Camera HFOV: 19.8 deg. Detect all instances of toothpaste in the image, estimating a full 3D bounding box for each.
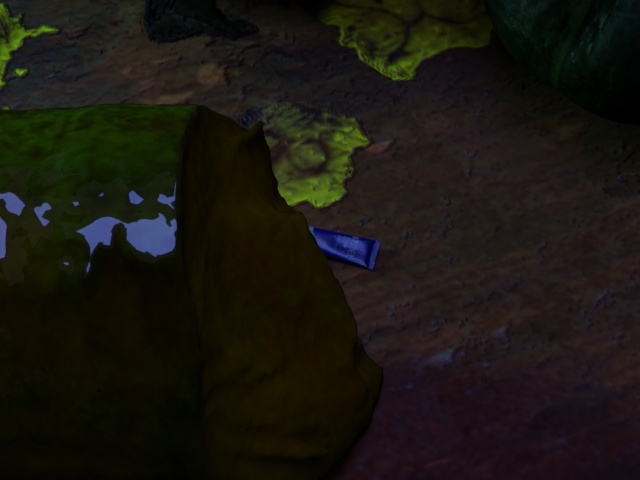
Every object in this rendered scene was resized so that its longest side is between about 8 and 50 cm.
[{"bbox_3d":[0.000,0.000,1.294,0.083,0.015,0.024,15,59,5],"label":"toothpaste"}]

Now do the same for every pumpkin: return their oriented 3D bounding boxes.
[{"bbox_3d":[0.255,-0.229,1.340,0.300,0.207,0.300,0,61,0],"label":"pumpkin"}]

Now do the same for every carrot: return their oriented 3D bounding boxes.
[{"bbox_3d":[-0.129,0.037,1.119,0.340,0.241,0.241,0,50,1],"label":"carrot"}]
